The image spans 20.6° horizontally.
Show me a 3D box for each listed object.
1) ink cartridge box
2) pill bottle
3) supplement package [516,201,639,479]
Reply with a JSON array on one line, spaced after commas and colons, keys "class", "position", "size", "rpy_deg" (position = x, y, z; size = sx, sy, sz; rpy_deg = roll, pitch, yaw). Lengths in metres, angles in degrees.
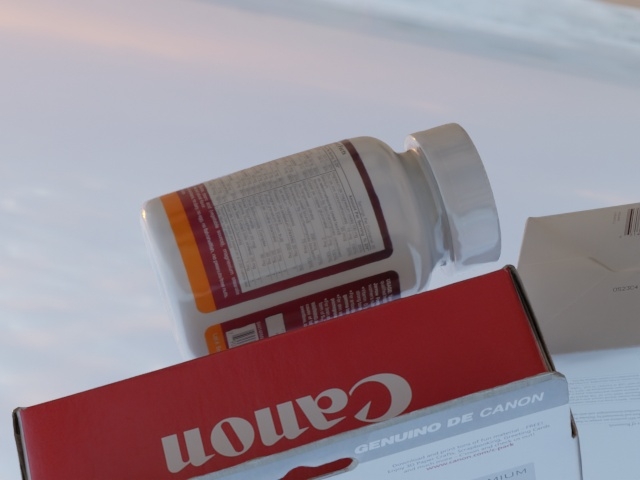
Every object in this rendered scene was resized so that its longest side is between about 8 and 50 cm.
[{"class": "ink cartridge box", "position": [-0.009, 0.139, 1.039], "size": [0.309, 0.130, 0.272], "rpy_deg": [-16, 144, -2]}, {"class": "pill bottle", "position": [0.000, 0.000, 1.170], "size": [0.221, 0.121, 0.121], "rpy_deg": [-17, -168, -8]}, {"class": "supplement package", "position": [0.258, 0.090, 1.256], "size": [0.194, 0.203, 0.149], "rpy_deg": [-7, -138, 25]}]
